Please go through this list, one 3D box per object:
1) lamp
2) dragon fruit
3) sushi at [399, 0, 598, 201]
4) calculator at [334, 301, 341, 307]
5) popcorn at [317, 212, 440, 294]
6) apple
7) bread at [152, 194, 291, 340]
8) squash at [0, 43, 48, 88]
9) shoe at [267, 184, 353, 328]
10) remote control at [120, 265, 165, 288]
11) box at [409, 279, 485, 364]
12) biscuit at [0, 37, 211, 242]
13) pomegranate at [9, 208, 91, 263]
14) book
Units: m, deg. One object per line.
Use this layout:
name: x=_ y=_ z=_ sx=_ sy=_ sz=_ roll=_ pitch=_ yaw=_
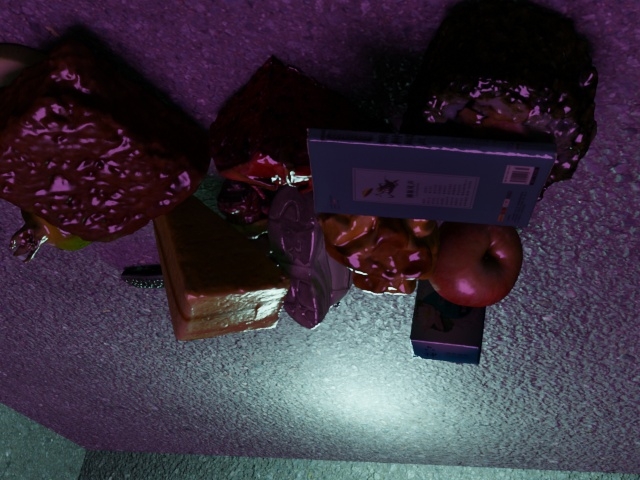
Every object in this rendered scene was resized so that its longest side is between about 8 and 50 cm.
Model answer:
lamp: x=-0.131 y=-0.040 z=1.981 sx=0.118 sy=0.118 sz=0.253 roll=-5 pitch=142 yaw=28
dragon fruit: x=-0.017 y=-0.196 z=1.632 sx=0.330 sy=0.302 sz=0.240 roll=2 pitch=121 yaw=-16
sushi: x=0.289 y=-0.203 z=1.471 sx=0.294 sy=0.178 sz=0.352 roll=12 pitch=153 yaw=-4
calculator: x=-0.083 y=0.087 z=2.215 sx=0.274 sy=0.028 sz=0.166 roll=30 pitch=178 yaw=-31
popcorn: x=0.120 y=-0.026 z=1.766 sx=0.265 sy=0.225 sz=0.332 roll=52 pitch=-178 yaw=-13
apple: x=0.312 y=0.033 z=1.860 sx=0.210 sy=0.209 sz=0.164 roll=24 pitch=167 yaw=-22
bread: x=-0.241 y=0.007 z=1.983 sx=0.245 sy=0.361 sz=0.233 roll=-9 pitch=153 yaw=-19
squash: x=-0.566 y=-0.284 z=1.778 sx=0.252 sy=0.048 sz=0.252 roll=9 pitch=150 yaw=5
shoe: x=0.000 y=0.000 z=1.964 sx=0.132 sy=0.210 sz=0.341 roll=14 pitch=122 yaw=33
remote control: x=-0.432 y=0.098 z=2.415 sx=0.222 sy=0.042 sz=0.072 roll=-4 pitch=147 yaw=29
box: x=0.288 y=0.141 z=2.013 sx=0.153 sy=0.244 sz=0.092 roll=4 pitch=149 yaw=13
biscuit: x=-0.441 y=-0.163 z=1.744 sx=0.343 sy=0.166 sz=0.395 roll=-25 pitch=141 yaw=30
pomegranate: x=-0.574 y=-0.049 z=2.006 sx=0.198 sy=0.246 sz=0.198 roll=24 pitch=169 yaw=5
book: x=0.169 y=-0.096 z=1.482 sx=0.380 sy=0.031 sz=0.264 roll=5 pitch=156 yaw=3
